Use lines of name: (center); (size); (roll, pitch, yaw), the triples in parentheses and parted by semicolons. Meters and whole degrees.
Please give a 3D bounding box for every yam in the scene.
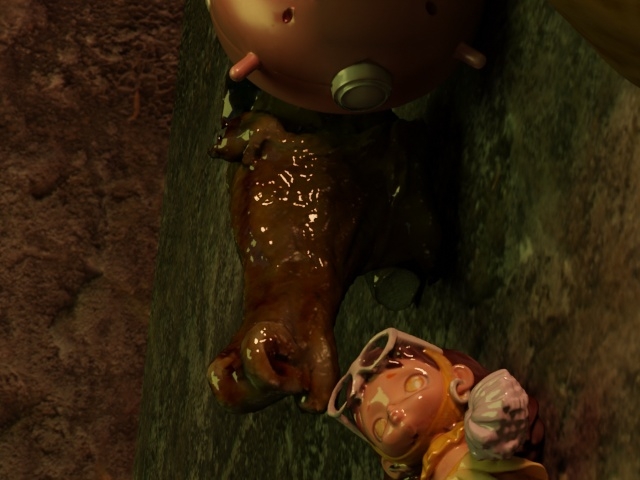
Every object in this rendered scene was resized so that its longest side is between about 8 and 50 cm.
yam: (0.039, -0.036, 1.439); (0.274, 0.061, 0.061); (-107, 27, -53)

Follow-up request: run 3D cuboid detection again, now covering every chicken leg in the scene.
chicken leg: (0.008, 0.002, 1.246); (0.140, 0.211, 0.361); (124, 153, -46)

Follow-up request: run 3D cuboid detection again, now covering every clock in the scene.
clock: (0.021, -0.211, 1.232); (0.142, 0.227, 0.241); (93, 173, -55)

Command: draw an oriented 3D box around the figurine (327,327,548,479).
figurine: (0.097, 0.156, 1.045); (0.174, 0.116, 0.240); (-57, 31, 14)

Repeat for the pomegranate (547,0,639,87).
pomegranate: (0.168, -0.214, 0.513); (0.342, 0.342, 0.342); (-174, 90, -75)
